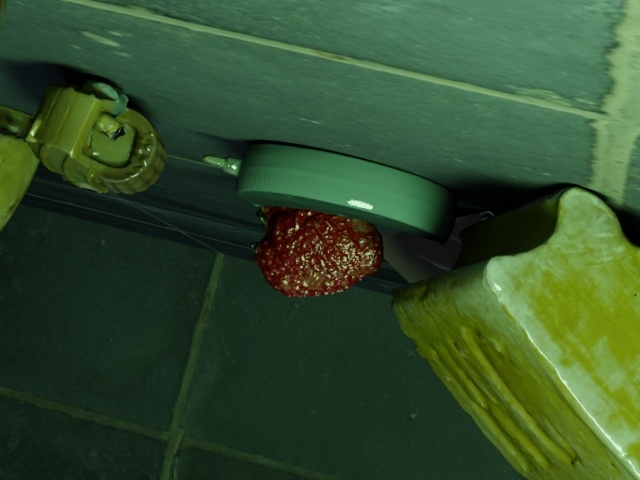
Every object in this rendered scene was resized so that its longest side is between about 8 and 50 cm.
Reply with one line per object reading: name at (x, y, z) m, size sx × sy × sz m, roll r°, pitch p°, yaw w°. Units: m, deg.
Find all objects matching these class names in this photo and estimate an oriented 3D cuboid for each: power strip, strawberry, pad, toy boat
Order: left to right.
toy boat at (-0.206, -0.093, 1.576) m, size 0.115 × 0.089 × 0.310 m, roll 24°, pitch 175°, yaw -2°
strawberry at (0.000, -0.003, 1.824) m, size 0.148 × 0.131 × 0.131 m, roll -4°, pitch 171°, yaw 12°
power strip at (0.008, -0.053, 1.642) m, size 0.253 × 0.054 × 0.167 m, roll 13°, pitch 173°, yaw 13°
pad at (0.146, 0.019, 1.798) m, size 0.187 × 0.006 × 0.113 m, roll -12°, pitch 134°, yaw 46°

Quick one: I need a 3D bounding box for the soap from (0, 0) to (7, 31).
soap at (-0.260, -0.115, 0.944) m, size 0.138 × 0.182 × 0.199 m, roll 15°, pitch 176°, yaw -9°

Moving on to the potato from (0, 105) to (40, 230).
potato at (-0.477, -0.075, 1.919) m, size 0.285 × 0.243 × 0.242 m, roll 14°, pitch 176°, yaw -32°

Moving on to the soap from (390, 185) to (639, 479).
soap at (0.234, 0.110, 1.541) m, size 0.293 × 0.156 × 0.335 m, roll 53°, pitch 166°, yaw -3°

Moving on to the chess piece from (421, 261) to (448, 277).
chess piece at (0.194, 0.044, 1.906) m, size 0.271 × 0.139 × 0.139 m, roll 30°, pitch 168°, yaw -31°
